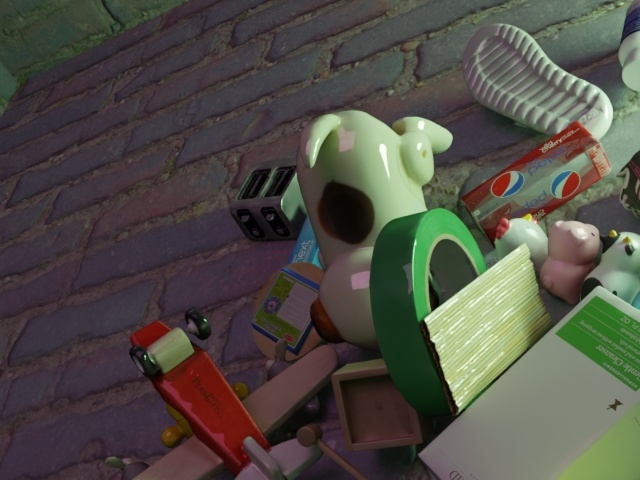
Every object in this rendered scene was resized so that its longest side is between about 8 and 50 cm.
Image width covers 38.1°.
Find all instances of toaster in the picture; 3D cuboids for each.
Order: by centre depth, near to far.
[{"bbox_3d":[-0.093,-0.098,2.121,0.168,0.110,0.186,-1,49,39],"label":"toaster"}]

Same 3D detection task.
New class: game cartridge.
[{"bbox_3d":[0.301,0.068,1.677,0.056,0.017,0.083,-22,38,27],"label":"game cartridge"}]

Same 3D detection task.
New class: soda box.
[{"bbox_3d":[0.400,-0.103,1.722,0.263,0.083,0.092,-33,36,6],"label":"soda box"},{"bbox_3d":[0.000,0.000,1.969,0.071,0.067,0.210,-9,45,35],"label":"soda box"}]

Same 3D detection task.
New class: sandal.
[{"bbox_3d":[0.437,-0.303,1.912,0.169,0.102,0.416,-48,47,11],"label":"sandal"}]

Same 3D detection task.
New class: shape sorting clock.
[{"bbox_3d":[-0.055,0.141,1.845,0.206,0.040,0.206,-18,57,29],"label":"shape sorting clock"}]

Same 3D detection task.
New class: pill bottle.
[{"bbox_3d":[0.639,-0.380,1.799,0.112,0.112,0.187,-7,45,36],"label":"pill bottle"}]

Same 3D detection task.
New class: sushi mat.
[{"bbox_3d":[0.262,0.126,1.415,0.019,0.152,0.316,-15,10,44],"label":"sushi mat"}]

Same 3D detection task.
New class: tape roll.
[{"bbox_3d":[0.187,0.112,1.460,0.077,0.321,0.321,-14,42,31],"label":"tape roll"}]

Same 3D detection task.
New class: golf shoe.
[{"bbox_3d":[0.567,-0.060,1.536,0.120,0.105,0.273,-35,26,32],"label":"golf shoe"}]

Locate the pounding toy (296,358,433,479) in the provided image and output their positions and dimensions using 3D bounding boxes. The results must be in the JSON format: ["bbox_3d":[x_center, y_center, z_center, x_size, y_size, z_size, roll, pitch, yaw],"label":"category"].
[{"bbox_3d":[0.070,0.290,1.491,0.206,0.181,0.094,-11,1,20],"label":"pounding toy"}]

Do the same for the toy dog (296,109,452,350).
[{"bbox_3d":[0.102,-0.009,1.655,0.284,0.395,0.408,-9,76,15],"label":"toy dog"}]

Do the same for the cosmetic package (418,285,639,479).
[{"bbox_3d":[0.346,0.267,1.298,0.365,0.155,0.197,-42,37,-7],"label":"cosmetic package"}]

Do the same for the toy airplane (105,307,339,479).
[{"bbox_3d":[-0.169,0.336,1.622,0.385,0.272,0.385,6,56,-2],"label":"toy airplane"}]

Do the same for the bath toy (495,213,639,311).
[{"bbox_3d":[0.420,0.030,1.520,0.151,0.129,0.348,-49,36,-14],"label":"bath toy"}]
